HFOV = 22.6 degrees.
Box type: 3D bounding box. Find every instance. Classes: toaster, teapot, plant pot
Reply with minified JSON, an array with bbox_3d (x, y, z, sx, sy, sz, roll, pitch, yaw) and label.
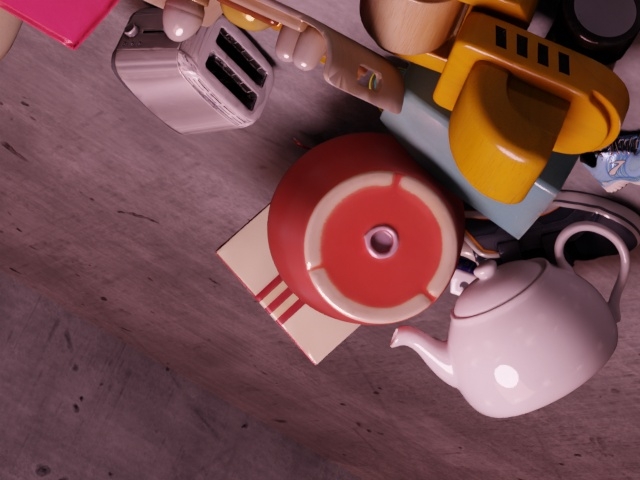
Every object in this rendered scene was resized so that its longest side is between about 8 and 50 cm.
[{"bbox_3d":[-0.168,-0.230,2.217,0.146,0.129,0.227,1,148,40],"label":"toaster"},{"bbox_3d":[0.274,0.106,2.185,0.252,0.256,0.187,-17,107,48],"label":"teapot"},{"bbox_3d":[0.206,-0.150,1.991,0.234,0.165,0.166,31,158,2],"label":"plant pot"},{"bbox_3d":[0.069,-0.006,2.096,0.275,0.275,0.243,26,-176,-5],"label":"plant pot"}]

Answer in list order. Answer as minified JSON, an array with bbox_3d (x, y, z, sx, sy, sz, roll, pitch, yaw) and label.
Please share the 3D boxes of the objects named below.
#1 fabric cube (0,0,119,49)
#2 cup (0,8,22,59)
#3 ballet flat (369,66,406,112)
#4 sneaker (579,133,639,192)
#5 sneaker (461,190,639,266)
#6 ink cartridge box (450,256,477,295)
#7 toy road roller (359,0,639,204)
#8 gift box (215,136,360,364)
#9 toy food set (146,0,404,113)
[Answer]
[{"bbox_3d":[-0.292,-0.410,1.747,0.259,0.258,0.254,30,159,-16],"label":"fabric cube"},{"bbox_3d":[-0.474,-0.396,1.958,0.331,0.331,0.237,30,133,-17],"label":"cup"},{"bbox_3d":[0.159,-0.158,2.135,0.231,0.077,0.077,26,175,-11],"label":"ballet flat"},{"bbox_3d":[0.382,-0.108,2.032,0.073,0.063,0.162,32,157,-13],"label":"sneaker"},{"bbox_3d":[0.299,0.001,2.286,0.321,0.127,0.126,8,152,31],"label":"sneaker"},{"bbox_3d":[0.260,0.060,2.439,0.208,0.045,0.206,21,-169,8],"label":"ink cartridge box"},{"bbox_3d":[0.185,-0.193,1.788,0.329,0.240,0.202,23,158,2],"label":"toy road roller"},{"bbox_3d":[0.000,0.000,2.335,0.276,0.258,0.255,50,177,-6],"label":"gift box"},{"bbox_3d":[-0.064,-0.234,1.884,0.306,0.092,0.220,28,-174,25],"label":"toy food set"}]
